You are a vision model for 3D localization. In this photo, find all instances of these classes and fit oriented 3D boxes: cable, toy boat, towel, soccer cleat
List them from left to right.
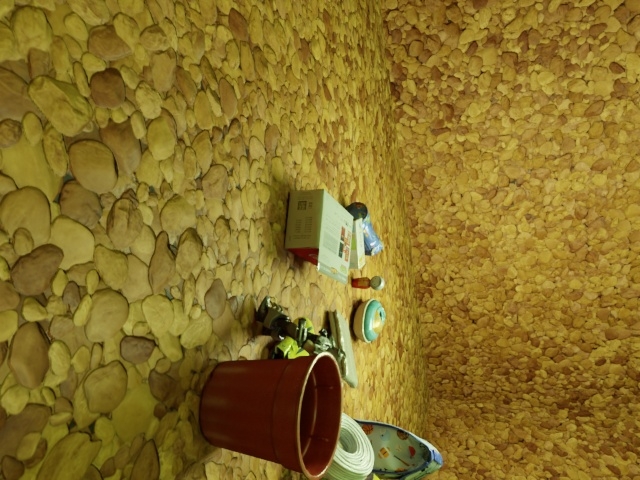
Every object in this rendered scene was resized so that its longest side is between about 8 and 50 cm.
[{"bbox_3d":[-0.090,0.331,1.374,0.121,0.093,0.289,64,31,-33],"label":"soccer cleat"},{"bbox_3d":[0.064,0.697,1.536,0.089,0.257,0.257,-51,175,19],"label":"cable"},{"bbox_3d":[0.088,0.424,1.785,0.187,0.049,0.282,58,19,-56],"label":"towel"},{"bbox_3d":[0.237,0.318,2.122,0.267,0.148,0.318,-40,125,-63],"label":"toy boat"}]

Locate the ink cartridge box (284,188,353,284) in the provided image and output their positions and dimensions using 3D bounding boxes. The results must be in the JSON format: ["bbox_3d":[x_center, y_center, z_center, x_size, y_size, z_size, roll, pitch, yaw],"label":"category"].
[{"bbox_3d":[0.000,0.000,1.580,0.309,0.130,0.271,35,57,-63],"label":"ink cartridge box"}]

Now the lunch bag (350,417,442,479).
[{"bbox_3d":[0.305,0.905,1.914,0.328,0.386,0.239,55,38,-55],"label":"lunch bag"}]

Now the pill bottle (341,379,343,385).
[{"bbox_3d":[0.040,0.532,1.688,0.043,0.083,0.043,-3,90,-69],"label":"pill bottle"}]

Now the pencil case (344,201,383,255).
[{"bbox_3d":[0.199,-0.041,2.097,0.306,0.119,0.133,58,13,-49],"label":"pencil case"}]

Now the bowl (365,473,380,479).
[{"bbox_3d":[0.170,1.008,1.615,0.289,0.156,0.289,-51,167,-17],"label":"bowl"}]

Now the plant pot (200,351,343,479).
[{"bbox_3d":[-0.116,0.391,1.065,0.272,0.265,0.272,-2,90,-68],"label":"plant pot"}]

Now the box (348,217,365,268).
[{"bbox_3d":[0.115,0.013,1.888,0.103,0.114,0.203,-27,113,-68],"label":"box"}]

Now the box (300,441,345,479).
[{"bbox_3d":[0.038,0.861,1.606,0.243,0.117,0.213,-19,105,-67],"label":"box"}]

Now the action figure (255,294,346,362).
[{"bbox_3d":[-0.048,0.255,1.223,0.099,0.285,0.185,-59,146,-16],"label":"action figure"}]
